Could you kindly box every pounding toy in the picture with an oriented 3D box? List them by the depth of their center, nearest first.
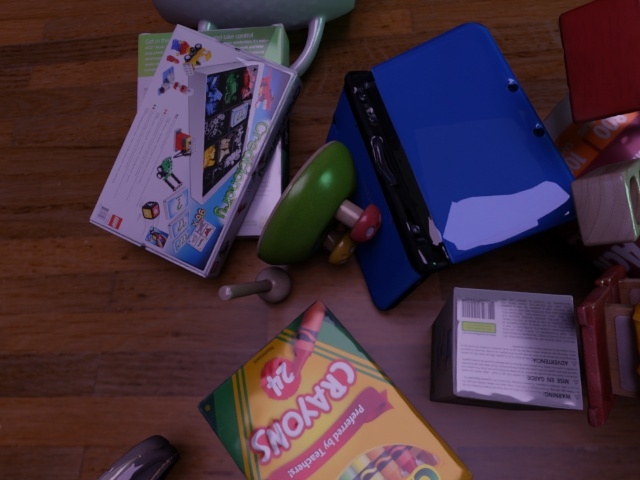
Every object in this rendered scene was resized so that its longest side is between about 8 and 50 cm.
[{"bbox_3d":[0.000,0.000,0.575,0.110,0.183,0.237,34,92,7],"label":"pounding toy"}]

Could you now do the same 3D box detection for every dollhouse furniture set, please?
[{"bbox_3d":[0.320,-0.030,0.362,0.201,0.152,0.375,-5,101,44],"label":"dollhouse furniture set"}]

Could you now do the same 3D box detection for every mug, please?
[{"bbox_3d":[-0.100,-0.450,0.754,0.327,0.276,0.375,6,99,2],"label":"mug"}]

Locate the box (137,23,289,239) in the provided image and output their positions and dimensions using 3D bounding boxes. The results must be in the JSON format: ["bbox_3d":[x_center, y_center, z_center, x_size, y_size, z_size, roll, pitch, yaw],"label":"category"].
[{"bbox_3d":[-0.165,-0.161,0.688,0.231,0.058,0.323,0,87,6],"label":"box"}]

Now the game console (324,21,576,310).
[{"bbox_3d":[0.140,-0.089,0.595,0.173,0.250,0.294,-9,66,-17],"label":"game console"}]

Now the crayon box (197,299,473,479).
[{"bbox_3d":[0.028,0.257,0.535,0.202,0.081,0.318,-41,70,-10],"label":"crayon box"}]

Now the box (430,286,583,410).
[{"bbox_3d":[0.190,0.131,0.499,0.114,0.203,0.103,4,69,8],"label":"box"}]

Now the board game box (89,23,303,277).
[{"bbox_3d":[-0.175,-0.125,0.631,0.192,0.053,0.306,25,90,8],"label":"board game box"}]

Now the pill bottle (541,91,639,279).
[{"bbox_3d":[0.440,-0.022,0.520,0.224,0.224,0.392,-40,69,-9],"label":"pill bottle"}]

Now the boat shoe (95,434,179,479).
[{"bbox_3d":[-0.252,0.399,0.499,0.130,0.132,0.356,30,83,7],"label":"boat shoe"}]
